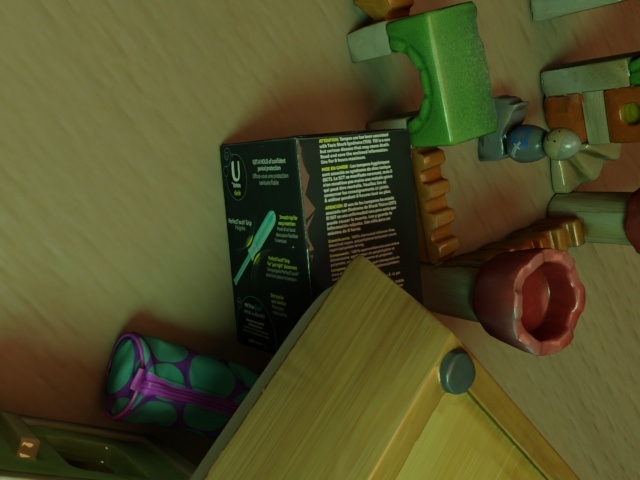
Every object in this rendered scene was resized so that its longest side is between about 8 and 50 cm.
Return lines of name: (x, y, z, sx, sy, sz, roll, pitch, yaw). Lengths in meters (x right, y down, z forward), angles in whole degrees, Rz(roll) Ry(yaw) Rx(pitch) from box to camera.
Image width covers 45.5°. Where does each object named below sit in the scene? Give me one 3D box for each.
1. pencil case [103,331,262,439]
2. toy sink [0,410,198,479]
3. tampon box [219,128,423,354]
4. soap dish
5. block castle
pencil case: (-0.083, 0.116, 0.566, 0.151, 0.070, 0.064, 22, 81, -32)
toy sink: (-0.190, 0.173, 0.450, 0.234, 0.153, 0.131, 19, 83, -32)
tampon box: (0.000, 0.000, 0.581, 0.101, 0.120, 0.161, -9, 99, -32)
soap dish: (0.026, 0.191, 0.439, 0.229, 0.118, 0.291, 48, 66, -31)
block castle: (0.200, -0.162, 0.649, 0.303, 0.213, 0.453, -20, 104, -31)
